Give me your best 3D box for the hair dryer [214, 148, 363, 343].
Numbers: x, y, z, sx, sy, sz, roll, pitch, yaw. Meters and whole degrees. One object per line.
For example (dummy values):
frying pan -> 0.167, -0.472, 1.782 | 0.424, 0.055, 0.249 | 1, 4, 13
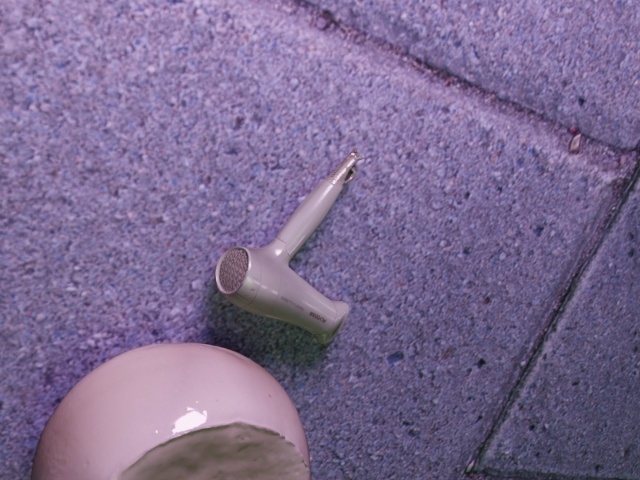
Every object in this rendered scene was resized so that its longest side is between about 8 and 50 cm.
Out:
hair dryer -> 0.000, 0.000, 1.009 | 0.206, 0.075, 0.237 | 29, 90, -44

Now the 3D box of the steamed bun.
steamed bun -> -0.172, 0.266, 0.946 | 0.324, 0.206, 0.324 | -15, 121, -26
